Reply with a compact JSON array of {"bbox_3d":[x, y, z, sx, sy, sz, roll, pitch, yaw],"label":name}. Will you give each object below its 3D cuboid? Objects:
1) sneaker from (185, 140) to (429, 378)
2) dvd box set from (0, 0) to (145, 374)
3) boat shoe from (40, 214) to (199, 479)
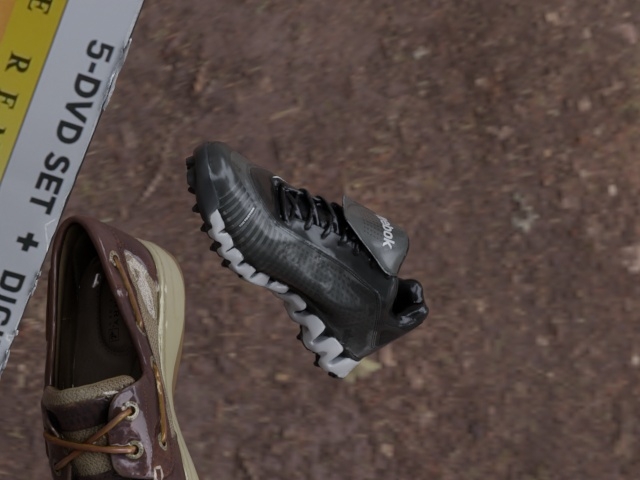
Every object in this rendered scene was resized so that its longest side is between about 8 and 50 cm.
[{"bbox_3d":[0.000,0.000,1.128,0.234,0.106,0.078,51,22,-42],"label":"sneaker"},{"bbox_3d":[-0.278,-0.068,0.490,0.420,0.062,0.307,18,114,-17],"label":"dvd box set"},{"bbox_3d":[-0.168,0.140,1.284,0.123,0.123,0.342,41,42,-56],"label":"boat shoe"}]
